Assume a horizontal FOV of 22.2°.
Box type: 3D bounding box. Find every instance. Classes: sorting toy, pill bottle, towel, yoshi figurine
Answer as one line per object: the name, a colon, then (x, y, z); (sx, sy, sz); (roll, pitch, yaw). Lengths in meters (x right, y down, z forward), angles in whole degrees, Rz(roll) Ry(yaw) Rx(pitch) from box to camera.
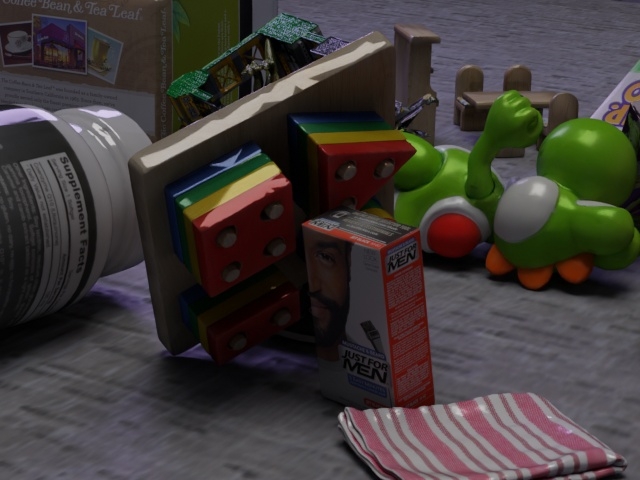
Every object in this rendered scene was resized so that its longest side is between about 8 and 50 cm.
sorting toy: (-0.024, -0.017, 1.434); (0.255, 0.257, 0.089); (-29, 55, -20)
pill bottle: (-0.327, -0.015, 1.520); (0.210, 0.210, 0.363); (14, 21, 35)
towel: (0.128, 0.161, 1.301); (0.197, 0.029, 0.144); (-5, 19, -22)
yoshi figurine: (0.198, -0.071, 1.802); (0.362, 0.203, 0.203); (15, 15, 29)

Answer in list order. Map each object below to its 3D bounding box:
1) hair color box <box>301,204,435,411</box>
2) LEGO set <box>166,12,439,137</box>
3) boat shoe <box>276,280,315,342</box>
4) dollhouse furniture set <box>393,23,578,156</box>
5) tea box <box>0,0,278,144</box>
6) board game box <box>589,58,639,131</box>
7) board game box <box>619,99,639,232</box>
hair color box: (0.040, 0.063, 1.366); (0.053, 0.167, 0.093); (-26, 30, -38)
LEGO set: (-0.028, -0.147, 2.142); (0.255, 0.192, 0.331); (-42, 34, -23)
boat shoe: (-0.027, 0.054, 1.571); (0.206, 0.065, 0.075); (9, 16, 18)
dollhouse furniture set: (0.231, -0.222, 2.336); (0.242, 0.161, 0.212); (-2, 17, -11)
tea box: (-0.280, -0.282, 2.383); (0.329, 0.220, 0.323); (11, 19, 29)
board game box: (0.438, -0.181, 2.085); (0.124, 0.039, 0.259); (27, 72, 42)
board game box: (0.497, -0.110, 1.859); (0.346, 0.208, 0.056); (-12, 52, -13)
